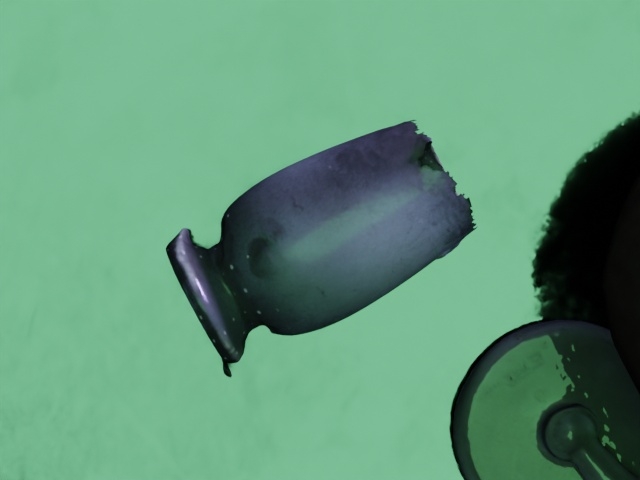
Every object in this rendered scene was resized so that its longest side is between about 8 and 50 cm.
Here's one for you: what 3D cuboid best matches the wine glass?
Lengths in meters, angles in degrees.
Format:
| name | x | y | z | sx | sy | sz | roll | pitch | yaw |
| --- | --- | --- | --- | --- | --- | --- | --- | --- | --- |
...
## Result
| name | x | y | z | sx | sy | sz | roll | pitch | yaw |
| --- | --- | --- | --- | --- | --- | --- | --- | --- | --- |
| wine glass | 0.000 | 0.000 | 1.366 | 0.204 | 0.111 | 0.111 | -28 | 91 | 2 |

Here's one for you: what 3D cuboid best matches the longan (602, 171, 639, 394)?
| name | x | y | z | sx | sy | sz | roll | pitch | yaw |
| --- | --- | --- | --- | --- | --- | --- | --- | --- | --- |
| longan | 0.351 | 0.055 | 1.272 | 0.360 | 0.361 | 0.361 | 0 | 90 | -3 |

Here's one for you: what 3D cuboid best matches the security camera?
| name | x | y | z | sx | sy | sz | roll | pitch | yaw |
| --- | --- | --- | --- | --- | --- | --- | --- | --- | --- |
| security camera | 0.220 | 0.190 | 1.397 | 0.157 | 0.080 | 0.301 | -39 | 89 | -1 |
